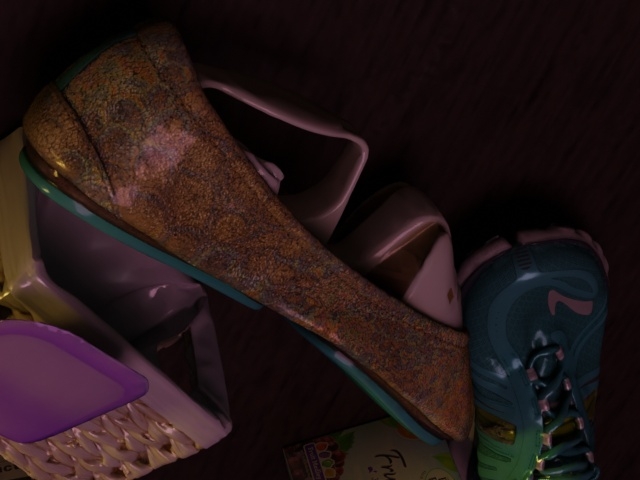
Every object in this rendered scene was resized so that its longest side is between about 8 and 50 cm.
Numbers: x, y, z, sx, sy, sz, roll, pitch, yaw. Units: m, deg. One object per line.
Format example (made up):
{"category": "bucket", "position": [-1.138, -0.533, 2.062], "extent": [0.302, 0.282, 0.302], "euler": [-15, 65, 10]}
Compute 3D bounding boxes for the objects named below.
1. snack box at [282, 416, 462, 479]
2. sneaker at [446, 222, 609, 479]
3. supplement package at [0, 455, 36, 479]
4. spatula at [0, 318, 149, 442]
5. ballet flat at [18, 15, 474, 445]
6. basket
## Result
{"category": "snack box", "position": [0.042, 0.173, 1.029], "extent": [0.100, 0.141, 0.037], "euler": [-15, 134, -5]}
{"category": "sneaker", "position": [0.135, 0.102, 1.017], "extent": [0.107, 0.110, 0.275], "euler": [-13, 133, -6]}
{"category": "supplement package", "position": [-0.234, 0.265, 1.019], "extent": [0.204, 0.145, 0.262], "euler": [-12, 135, -7]}
{"category": "spatula", "position": [-0.212, 0.124, 0.832], "extent": [0.296, 0.030, 0.084], "euler": [-38, 127, 21]}
{"category": "ballet flat", "position": [0.000, 0.000, 0.884], "extent": [0.123, 0.123, 0.348], "euler": [-39, 131, 18]}
{"category": "basket", "position": [-0.137, 0.045, 0.875], "extent": [0.103, 0.113, 0.167], "euler": [-30, 133, 15]}
